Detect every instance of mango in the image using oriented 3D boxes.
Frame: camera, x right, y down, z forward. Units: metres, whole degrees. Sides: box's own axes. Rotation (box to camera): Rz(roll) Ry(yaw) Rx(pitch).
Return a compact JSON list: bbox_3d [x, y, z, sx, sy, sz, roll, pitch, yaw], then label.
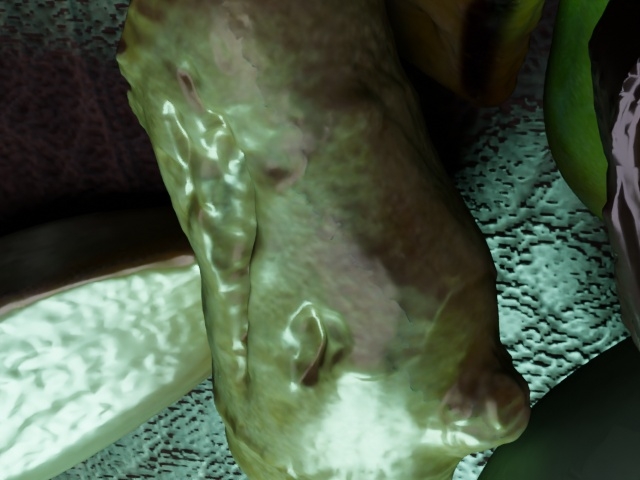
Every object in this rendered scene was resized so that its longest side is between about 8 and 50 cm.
[{"bbox_3d":[0.158,-0.079,0.827,0.122,0.085,0.191,11,132,12],"label":"mango"}]

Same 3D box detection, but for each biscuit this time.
[{"bbox_3d":[0.023,-0.147,0.823,0.183,0.039,0.174,38,160,7],"label":"biscuit"}]

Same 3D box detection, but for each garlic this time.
[{"bbox_3d":[-0.160,0.063,1.028,0.318,0.112,0.143,-25,135,25],"label":"garlic"}]

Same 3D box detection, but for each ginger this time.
[{"bbox_3d":[0.000,0.000,0.866,0.190,0.126,0.354,20,139,45],"label":"ginger"}]

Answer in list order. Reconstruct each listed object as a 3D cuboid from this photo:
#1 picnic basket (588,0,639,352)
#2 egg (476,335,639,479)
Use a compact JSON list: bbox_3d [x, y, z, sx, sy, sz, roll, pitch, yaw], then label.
[{"bbox_3d":[0.233,-0.054,0.734,0.297,0.129,0.222,-22,119,-2],"label":"picnic basket"},{"bbox_3d":[0.247,0.151,0.866,0.389,0.276,0.276,-5,127,21],"label":"egg"}]
